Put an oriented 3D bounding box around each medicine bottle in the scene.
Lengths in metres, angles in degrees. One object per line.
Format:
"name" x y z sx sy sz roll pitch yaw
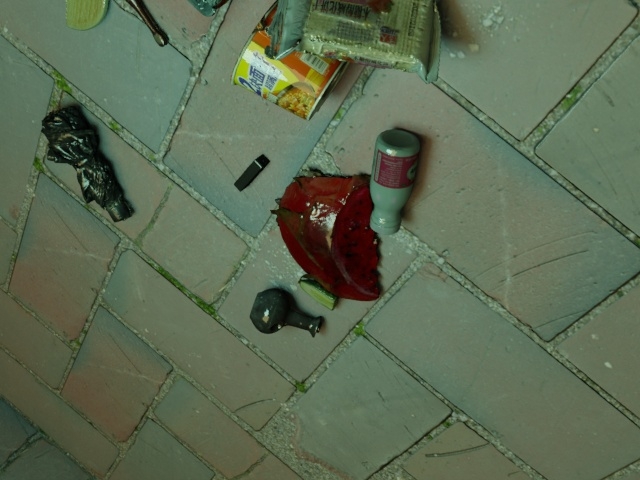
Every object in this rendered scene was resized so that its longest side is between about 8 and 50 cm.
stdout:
"medicine bottle" 0.148 -0.117 1.525 0.090 0.090 0.216 21 130 20

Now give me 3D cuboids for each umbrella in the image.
"umbrella" -0.630 -0.189 1.953 0.154 0.128 0.336 0 123 30

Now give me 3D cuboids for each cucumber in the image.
"cucumber" -0.001 0.124 1.819 0.107 0.035 0.067 33 155 14

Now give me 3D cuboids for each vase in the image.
"vase" -0.086 0.194 1.882 0.183 0.120 0.120 18 130 -1

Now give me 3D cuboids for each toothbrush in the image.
"toothbrush" -0.452 -0.588 1.624 0.041 0.041 0.364 -25 105 41

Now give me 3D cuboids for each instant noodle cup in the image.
"instant noodle cup" -0.048 -0.345 1.430 0.174 0.213 0.213 34 133 -2

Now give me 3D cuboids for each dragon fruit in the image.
"dragon fruit" 0.000 0.000 1.700 0.282 0.100 0.343 11 124 32

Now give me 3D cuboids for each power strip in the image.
"power strip" -0.163 -0.159 1.731 0.029 0.038 0.111 47 131 -2

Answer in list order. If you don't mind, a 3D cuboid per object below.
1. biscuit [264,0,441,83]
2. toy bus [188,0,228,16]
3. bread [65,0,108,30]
"biscuit" 0.067 -0.382 1.306 0.309 0.186 0.079 12 169 -1
"toy bus" -0.181 -0.571 1.407 0.121 0.120 0.265 43 133 0
"bread" -0.532 -0.572 1.690 0.112 0.036 0.192 20 126 14
